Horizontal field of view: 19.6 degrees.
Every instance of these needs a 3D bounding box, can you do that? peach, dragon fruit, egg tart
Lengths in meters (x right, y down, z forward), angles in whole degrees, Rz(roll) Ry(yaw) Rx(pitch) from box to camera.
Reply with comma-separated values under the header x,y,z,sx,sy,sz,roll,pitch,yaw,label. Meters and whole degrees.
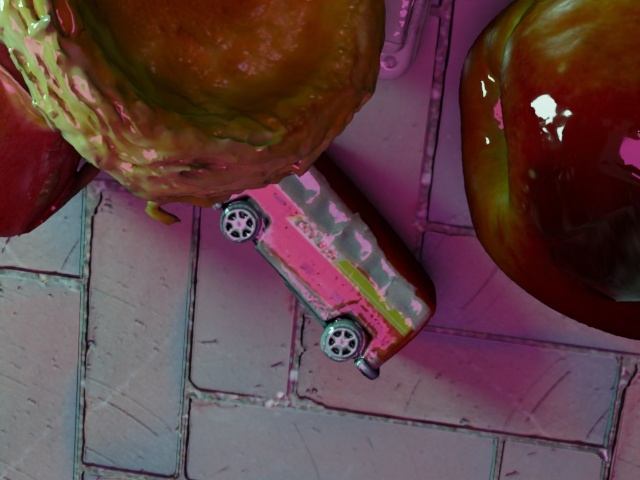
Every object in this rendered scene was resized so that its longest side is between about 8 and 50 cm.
x,y,z,sx,sy,sz,roll,pitch,yaw,label
0.303,-0.070,1.598,0.406,0.310,0.335,22,123,7,peach
-0.312,-0.161,1.690,0.290,0.290,0.189,41,108,-10,dragon fruit
-0.126,-0.205,1.554,0.169,0.388,0.388,-13,117,54,egg tart

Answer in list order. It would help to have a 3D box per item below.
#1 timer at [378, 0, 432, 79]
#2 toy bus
x,y,z,sx,sy,sz,roll,pitch,yaw,label
0.027,-0.280,1.689,0.178,0.078,0.253,14,115,3,timer
0.000,0.000,1.798,0.120,0.121,0.265,-39,103,12,toy bus
